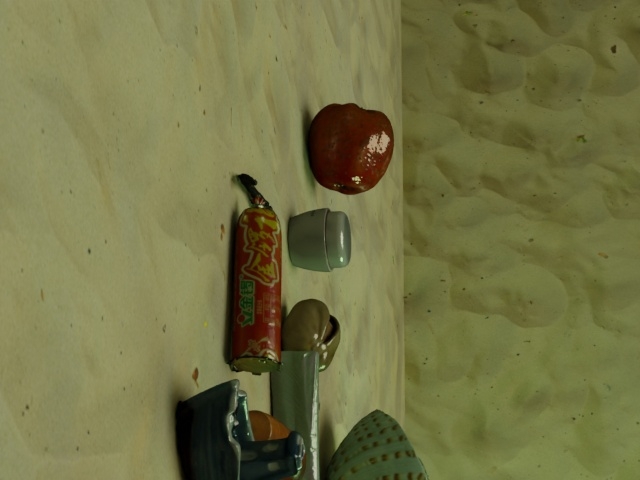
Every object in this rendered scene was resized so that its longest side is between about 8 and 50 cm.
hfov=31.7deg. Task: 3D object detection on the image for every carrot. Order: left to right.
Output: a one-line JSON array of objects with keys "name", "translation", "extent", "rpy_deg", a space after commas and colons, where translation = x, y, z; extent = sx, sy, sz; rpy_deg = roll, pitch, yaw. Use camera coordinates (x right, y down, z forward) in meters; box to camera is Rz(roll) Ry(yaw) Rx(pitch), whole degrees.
[{"name": "carrot", "translation": [-0.070, 0.305, 1.651], "extent": [0.193, 0.087, 0.087], "rpy_deg": [72, 18, -57]}]

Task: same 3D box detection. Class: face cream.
[{"name": "face cream", "translation": [0.000, 0.000, 2.051], "extent": [0.117, 0.104, 0.117], "rpy_deg": [-4, 90, -79]}]

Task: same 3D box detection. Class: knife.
[{"name": "knife", "translation": [-0.098, -0.065, 1.750], "extent": [0.021, 0.045, 0.222], "rpy_deg": [-52, 164, -8]}]

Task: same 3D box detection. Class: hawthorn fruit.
[{"name": "hawthorn fruit", "translation": [0.058, -0.183, 2.253], "extent": [0.189, 0.189, 0.189], "rpy_deg": [-3, 90, -80]}]

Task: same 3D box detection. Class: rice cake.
[{"name": "rice cake", "translation": [-0.040, 0.290, 1.829], "extent": [0.042, 0.080, 0.222], "rpy_deg": [43, 46, -80]}]

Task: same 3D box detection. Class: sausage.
[{"name": "sausage", "translation": [-0.093, 0.058, 1.629], "extent": [0.083, 0.083, 0.264], "rpy_deg": [63, 25, -66]}]

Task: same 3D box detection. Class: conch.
[{"name": "conch", "translation": [0.108, 0.505, 2.232], "extent": [0.319, 0.215, 0.303], "rpy_deg": [-127, -156, -44]}]

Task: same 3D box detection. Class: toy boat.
[{"name": "toy boat", "translation": [-0.087, 0.290, 1.405], "extent": [0.129, 0.142, 0.309], "rpy_deg": [-82, 164, -54]}]

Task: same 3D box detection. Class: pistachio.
[{"name": "pistachio", "translation": [-0.019, 0.162, 1.928], "extent": [0.149, 0.113, 0.113], "rpy_deg": [-84, 167, -67]}]
